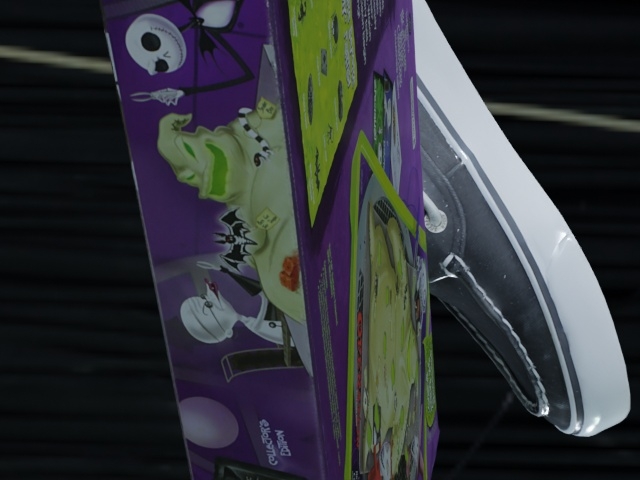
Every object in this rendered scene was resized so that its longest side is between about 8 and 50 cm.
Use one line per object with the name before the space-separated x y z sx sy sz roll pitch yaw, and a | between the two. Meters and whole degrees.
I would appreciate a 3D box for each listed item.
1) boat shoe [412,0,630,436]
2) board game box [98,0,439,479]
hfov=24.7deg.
boat shoe | 0.046 -0.021 0.742 0.301 0.102 0.108 60 -12 -1
board game box | 0.000 0.000 0.476 0.208 0.056 0.347 -66 155 -52
